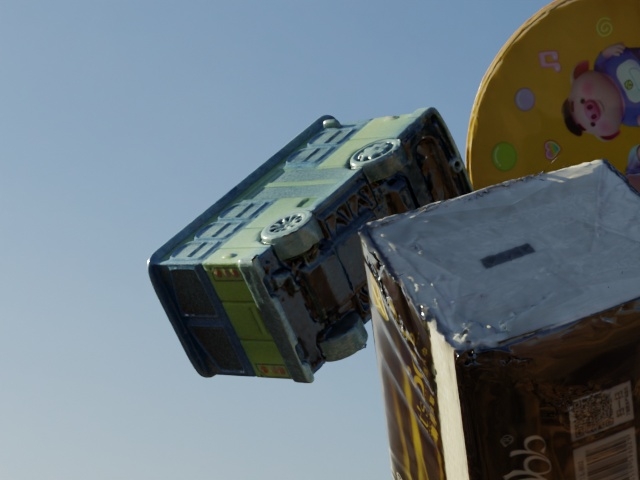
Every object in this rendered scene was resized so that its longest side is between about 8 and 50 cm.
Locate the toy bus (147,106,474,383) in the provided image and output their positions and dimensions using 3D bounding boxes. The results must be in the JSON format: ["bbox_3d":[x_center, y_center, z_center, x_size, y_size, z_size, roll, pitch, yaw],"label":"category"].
[{"bbox_3d":[0.000,0.000,1.855,0.190,0.152,0.312,-2,31,46],"label":"toy bus"}]

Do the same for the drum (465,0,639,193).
[{"bbox_3d":[0.393,-0.095,2.123,0.431,0.431,0.214,-6,1,36],"label":"drum"}]

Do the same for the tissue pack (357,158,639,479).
[{"bbox_3d":[0.164,0.145,1.346,0.210,0.198,0.370,-14,-54,-10],"label":"tissue pack"}]
